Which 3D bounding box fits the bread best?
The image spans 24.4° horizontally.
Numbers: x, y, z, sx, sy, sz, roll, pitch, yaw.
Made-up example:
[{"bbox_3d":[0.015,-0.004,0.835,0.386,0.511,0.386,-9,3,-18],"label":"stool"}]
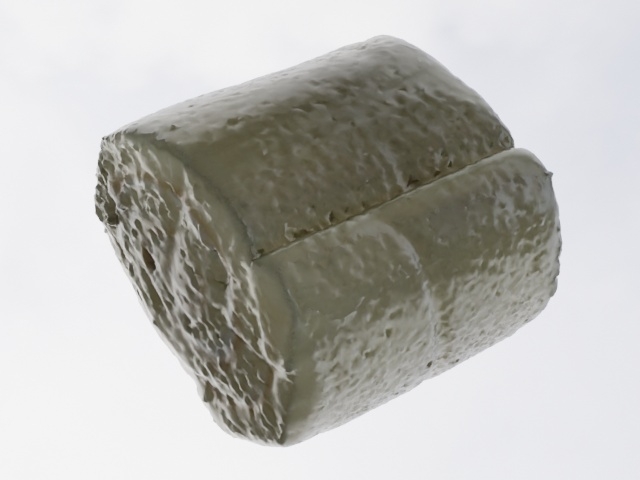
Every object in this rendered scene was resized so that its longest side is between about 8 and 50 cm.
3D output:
[{"bbox_3d":[0.000,0.000,0.611,0.148,0.141,0.134,43,-39,35],"label":"bread"}]
